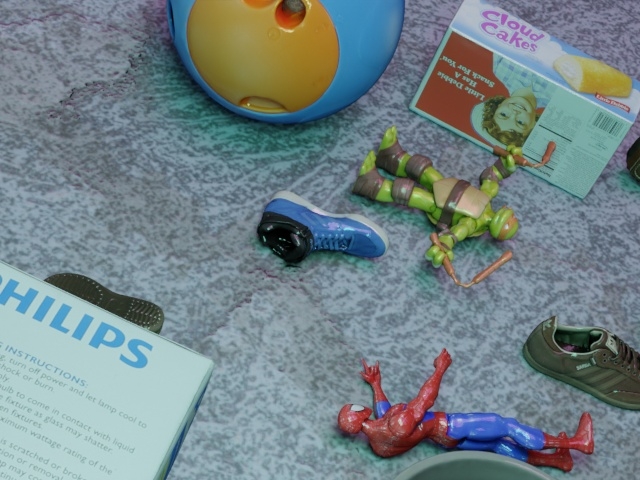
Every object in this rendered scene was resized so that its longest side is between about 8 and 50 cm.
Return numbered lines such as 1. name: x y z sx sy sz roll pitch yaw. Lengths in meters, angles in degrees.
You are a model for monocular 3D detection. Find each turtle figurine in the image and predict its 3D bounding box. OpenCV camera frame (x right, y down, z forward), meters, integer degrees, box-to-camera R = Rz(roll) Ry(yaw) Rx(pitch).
1. turtle figurine: 0.163 -0.059 1.810 0.217 0.087 0.269 28 56 13

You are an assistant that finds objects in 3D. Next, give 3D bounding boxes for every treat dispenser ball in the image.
1. treat dispenser ball: -0.042 -0.284 1.780 0.288 0.288 0.288 11 49 -13

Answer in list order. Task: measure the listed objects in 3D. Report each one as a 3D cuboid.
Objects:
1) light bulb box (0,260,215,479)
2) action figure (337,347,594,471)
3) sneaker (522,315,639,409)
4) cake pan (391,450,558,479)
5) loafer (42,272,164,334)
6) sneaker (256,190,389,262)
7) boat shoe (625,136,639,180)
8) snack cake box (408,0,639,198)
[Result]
1. light bulb box: -0.287 0.271 1.183 0.225 0.358 0.361 26 47 -2
2. action figure: 0.149 0.175 1.611 0.280 0.091 0.139 5 57 -19
3. sneaker: 0.334 0.142 1.719 0.188 0.071 0.066 16 48 -7
4. cake pan: 0.174 0.354 1.496 0.293 0.054 0.293 11 49 -13
5. loafer: -0.236 0.080 1.570 0.148 0.050 0.056 20 43 17
6. sneaker: 0.000 0.001 1.714 0.152 0.058 0.085 23 42 4
7. boat shoe: 0.567 -0.071 1.954 0.323 0.123 0.120 10 55 -13
8. snack cake box: 0.267 -0.185 1.910 0.264 0.152 0.089 28 47 2
